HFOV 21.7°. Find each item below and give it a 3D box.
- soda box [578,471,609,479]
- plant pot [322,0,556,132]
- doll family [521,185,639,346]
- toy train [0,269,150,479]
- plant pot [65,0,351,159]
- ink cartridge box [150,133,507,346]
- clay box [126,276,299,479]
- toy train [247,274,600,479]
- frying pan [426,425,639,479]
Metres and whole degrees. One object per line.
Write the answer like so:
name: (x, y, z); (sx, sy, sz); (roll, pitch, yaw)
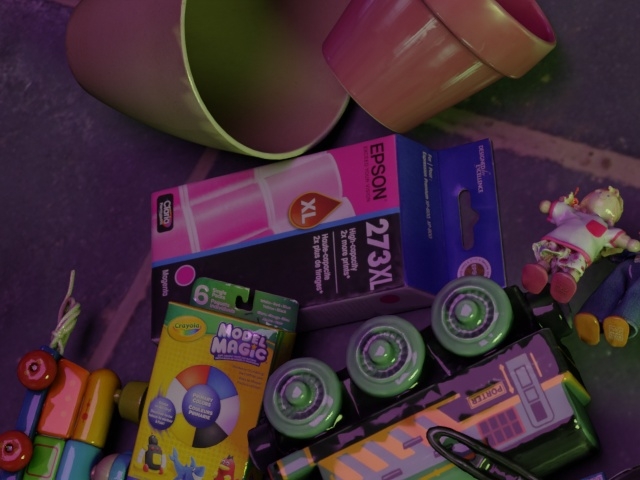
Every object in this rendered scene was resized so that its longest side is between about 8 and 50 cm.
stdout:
soda box: (0.185, 0.270, 1.496); (0.183, 0.063, 0.058); (-23, 59, 14)
plant pot: (0.108, -0.215, 1.700); (0.180, 0.201, 0.201); (-41, 55, 20)
doll family: (0.314, 0.041, 1.508); (0.263, 0.118, 0.163); (19, 46, 30)
toy train: (-0.232, 0.152, 1.732); (0.143, 0.105, 0.248); (8, 70, 17)
plant pot: (-0.142, -0.217, 1.796); (0.274, 0.256, 0.256); (4, 67, 44)
ink cartridge box: (0.000, 0.000, 1.716); (0.371, 0.069, 0.176); (-12, 62, 17)
clay box: (-0.106, 0.153, 1.654); (0.127, 0.053, 0.222); (12, 90, 23)
toy train: (0.096, 0.167, 1.542); (0.334, 0.142, 0.190); (-27, 63, 9)
frying pan: (0.264, 0.233, 1.417); (0.197, 0.053, 0.326); (-38, 82, 0)
